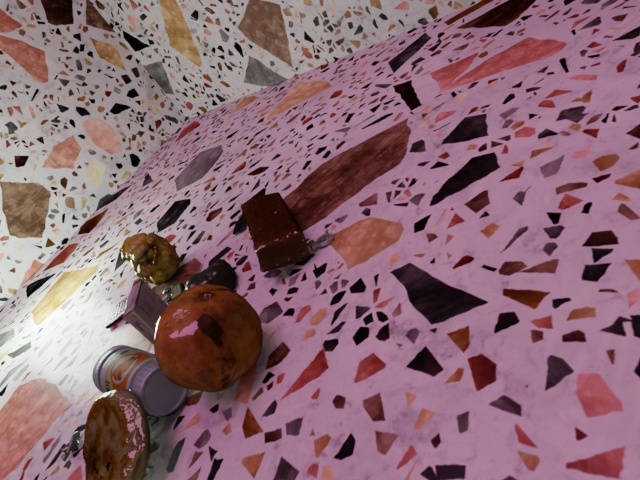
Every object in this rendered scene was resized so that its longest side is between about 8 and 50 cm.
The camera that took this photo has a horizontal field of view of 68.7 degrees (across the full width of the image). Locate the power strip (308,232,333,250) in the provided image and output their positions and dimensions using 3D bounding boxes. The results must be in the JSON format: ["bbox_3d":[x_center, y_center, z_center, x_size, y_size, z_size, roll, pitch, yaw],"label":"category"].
[{"bbox_3d":[0.000,0.000,1.462,0.083,0.035,0.055,-30,32,7],"label":"power strip"}]

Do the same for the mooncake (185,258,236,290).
[{"bbox_3d":[-0.372,0.141,1.592,0.168,0.104,0.175,-1,43,52],"label":"mooncake"}]

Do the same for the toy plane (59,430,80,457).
[{"bbox_3d":[-0.747,0.614,1.412,0.080,0.033,0.083,-26,26,20],"label":"toy plane"}]

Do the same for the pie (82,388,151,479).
[{"bbox_3d":[-0.514,0.516,1.161,0.302,0.067,0.303,-15,68,40],"label":"pie"}]

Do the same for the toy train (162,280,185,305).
[{"bbox_3d":[-0.540,0.200,1.734,0.081,0.050,0.122,-33,30,-1],"label":"toy train"}]

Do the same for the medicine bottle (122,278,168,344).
[{"bbox_3d":[-0.546,0.246,1.532,0.052,0.201,0.171,-29,33,8],"label":"medicine bottle"}]

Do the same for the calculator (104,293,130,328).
[{"bbox_3d":[-0.803,0.275,1.919,0.190,0.034,0.127,-38,31,10],"label":"calculator"}]

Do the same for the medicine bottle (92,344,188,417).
[{"bbox_3d":[-0.519,0.398,1.343,0.318,0.158,0.158,-2,46,44],"label":"medicine bottle"}]

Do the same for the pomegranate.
[{"bbox_3d":[-0.293,0.250,1.211,0.281,0.281,0.281,-26,33,18],"label":"pomegranate"}]

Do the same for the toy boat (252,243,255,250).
[{"bbox_3d":[-0.199,0.018,1.642,0.083,0.038,0.038,-19,35,21],"label":"toy boat"}]

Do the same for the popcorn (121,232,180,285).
[{"bbox_3d":[-0.677,0.061,1.889,0.192,0.233,0.266,-39,5,-13],"label":"popcorn"}]

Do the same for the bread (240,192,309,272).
[{"bbox_3d":[-0.163,-0.043,1.579,0.165,0.113,0.416,-16,28,-8],"label":"bread"}]

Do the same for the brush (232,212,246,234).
[{"bbox_3d":[-0.320,-0.091,1.924,0.063,0.016,0.193,-25,34,20],"label":"brush"}]
